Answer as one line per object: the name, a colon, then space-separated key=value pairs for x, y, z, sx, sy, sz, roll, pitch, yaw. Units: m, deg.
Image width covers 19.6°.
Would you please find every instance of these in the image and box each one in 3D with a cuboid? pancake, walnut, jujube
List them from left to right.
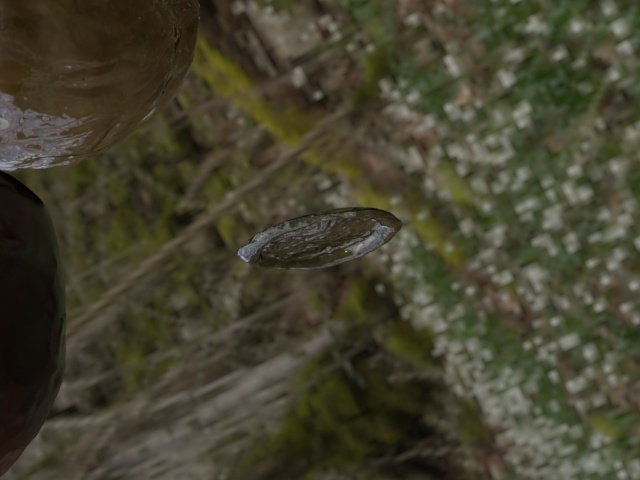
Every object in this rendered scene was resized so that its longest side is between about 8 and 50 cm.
jujube: x=-0.237 y=0.055 z=1.152 sx=0.183 sy=0.183 sz=0.243 roll=49 pitch=-157 yaw=-25
walnut: x=-0.251 y=-0.180 z=1.484 sx=0.277 sy=0.313 sz=0.252 roll=12 pitch=-98 yaw=-85
pancake: x=0.000 y=-0.001 z=1.265 sx=0.115 sy=0.115 sz=0.011 roll=15 pitch=-124 yaw=-55
